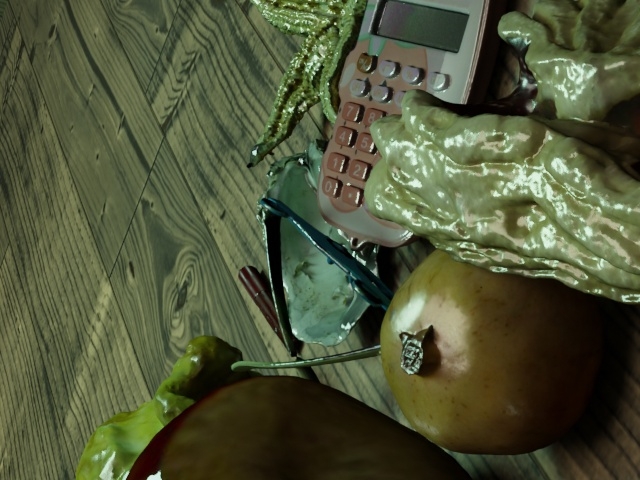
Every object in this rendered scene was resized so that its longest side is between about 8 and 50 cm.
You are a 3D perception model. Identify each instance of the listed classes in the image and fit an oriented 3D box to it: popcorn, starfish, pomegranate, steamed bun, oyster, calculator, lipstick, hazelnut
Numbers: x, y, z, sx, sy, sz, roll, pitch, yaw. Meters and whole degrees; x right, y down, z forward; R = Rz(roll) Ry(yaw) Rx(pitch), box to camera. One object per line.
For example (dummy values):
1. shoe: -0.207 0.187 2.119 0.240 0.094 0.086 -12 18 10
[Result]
1. popcorn: -0.129 0.251 1.842 0.276 0.225 0.276 -3 82 20
2. starfish: 0.020 -0.259 1.927 0.358 0.078 0.347 -32 48 44
3. pomegranate: 0.138 0.085 1.403 0.191 0.191 0.191 -38 46 54
4. steamed bun: 0.220 -0.093 1.289 0.428 0.247 0.189 21 128 55
5. oyster: -0.003 -0.001 1.841 0.252 0.087 0.199 31 95 55
6. calculator: 0.088 -0.144 1.725 0.220 0.048 0.329 23 96 53
7. lipstick: -0.059 0.080 1.996 0.027 0.027 0.176 -68 28 19
8. hazelnut: -0.026 0.314 1.445 0.409 0.359 0.359 44 118 60

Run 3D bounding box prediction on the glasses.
1. glasses: 0.000 0.076 1.735 0.239 0.102 0.207 45 130 33
